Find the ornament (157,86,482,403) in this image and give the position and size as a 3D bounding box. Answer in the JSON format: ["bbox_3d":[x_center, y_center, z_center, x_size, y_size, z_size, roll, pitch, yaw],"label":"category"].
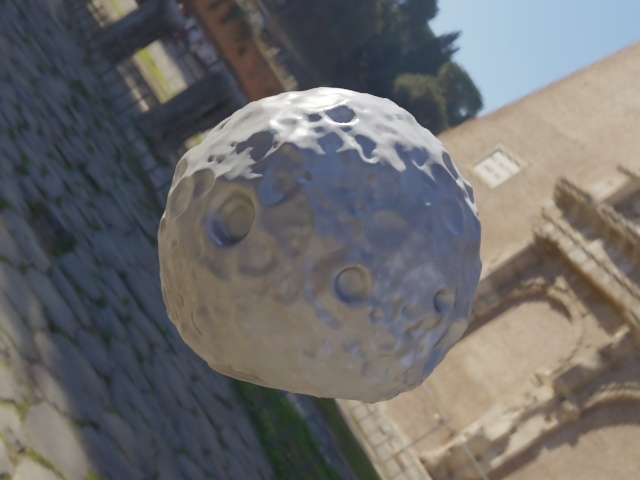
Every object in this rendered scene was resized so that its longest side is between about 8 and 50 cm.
[{"bbox_3d":[0.000,0.000,1.107,0.337,0.337,0.337,57,1,-1],"label":"ornament"}]
